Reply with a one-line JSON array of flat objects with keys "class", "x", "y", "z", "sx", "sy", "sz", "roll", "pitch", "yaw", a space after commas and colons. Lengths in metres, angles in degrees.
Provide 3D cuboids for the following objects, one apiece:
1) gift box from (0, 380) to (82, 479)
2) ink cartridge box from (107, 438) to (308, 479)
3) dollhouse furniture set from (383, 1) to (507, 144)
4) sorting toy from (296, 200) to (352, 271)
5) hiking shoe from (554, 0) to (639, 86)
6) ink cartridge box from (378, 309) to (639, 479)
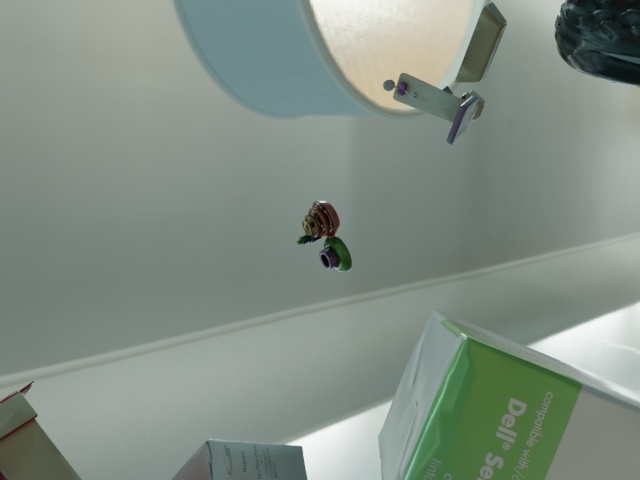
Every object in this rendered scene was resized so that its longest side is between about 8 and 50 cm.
[{"class": "gift box", "x": -0.458, "y": 0.356, "z": 1.007, "sx": 0.258, "sy": 0.276, "sz": 0.255, "roll": 50, "pitch": -149, "yaw": 4}, {"class": "ink cartridge box", "x": -0.183, "y": 0.320, "z": 0.895, "sx": 0.239, "sy": 0.275, "sz": 0.060, "roll": 14, "pitch": -137, "yaw": -30}, {"class": "dollhouse furniture set", "x": 0.110, "y": -0.160, "z": 0.659, "sx": 0.091, "sy": 0.081, "sz": 0.114, "roll": -42, "pitch": -25, "yaw": -54}, {"class": "sorting toy", "x": 0.000, "y": 0.000, "z": 0.942, "sx": 0.042, "sy": 0.061, "sz": 0.102, "roll": -27, "pitch": -64, "yaw": -24}, {"class": "hiking shoe", "x": 0.291, "y": -0.102, "z": 0.523, "sx": 0.304, "sy": 0.132, "sz": 0.113, "roll": 5, "pitch": -128, "yaw": -13}, {"class": "ink cartridge box", "x": 0.222, "y": 0.171, "z": 0.495, "sx": 0.207, "sy": 0.353, "sz": 0.119, "roll": 17, "pitch": -84, "yaw": -86}]
